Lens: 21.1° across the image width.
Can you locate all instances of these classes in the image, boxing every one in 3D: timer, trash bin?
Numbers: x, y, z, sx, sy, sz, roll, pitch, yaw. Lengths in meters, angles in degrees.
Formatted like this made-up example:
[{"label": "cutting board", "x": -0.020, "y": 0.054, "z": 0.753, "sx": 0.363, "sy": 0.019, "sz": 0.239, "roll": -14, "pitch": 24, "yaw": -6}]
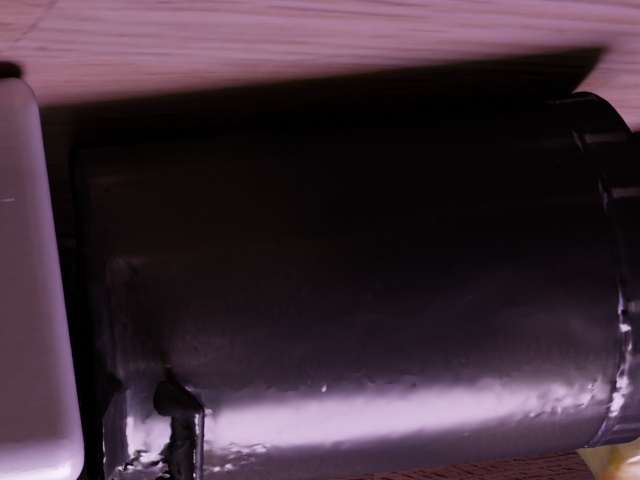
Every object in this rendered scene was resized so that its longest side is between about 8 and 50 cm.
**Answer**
[{"label": "timer", "x": -0.228, "y": 0.044, "z": 0.828, "sx": 0.195, "sy": 0.192, "sz": 0.194, "roll": -6, "pitch": 167, "yaw": -14}, {"label": "trash bin", "x": 0.014, "y": 0.031, "z": 0.950, "sx": 0.302, "sy": 0.203, "sz": 0.252, "roll": -7, "pitch": -150, "yaw": -12}]

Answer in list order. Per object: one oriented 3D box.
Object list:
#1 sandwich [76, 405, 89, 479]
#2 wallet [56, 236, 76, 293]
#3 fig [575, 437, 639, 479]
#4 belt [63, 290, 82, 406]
[{"label": "sandwich", "x": -0.136, "y": 0.177, "z": 0.976, "sx": 0.273, "sy": 0.095, "sz": 0.249, "roll": -6, "pitch": -162, "yaw": -24}, {"label": "wallet", "x": -0.321, "y": 0.065, "z": 1.124, "sx": 0.310, "sy": 0.077, "sz": 0.223, "roll": -21, "pitch": 166, "yaw": 31}, {"label": "fig", "x": 0.235, "y": 0.055, "z": 1.150, "sx": 0.207, "sy": 0.230, "sz": 0.207, "roll": -10, "pitch": 167, "yaw": -2}, {"label": "belt", "x": -0.164, "y": 0.074, "z": 1.079, "sx": 0.105, "sy": 0.058, "sz": 0.140, "roll": -8, "pitch": 161, "yaw": -25}]
